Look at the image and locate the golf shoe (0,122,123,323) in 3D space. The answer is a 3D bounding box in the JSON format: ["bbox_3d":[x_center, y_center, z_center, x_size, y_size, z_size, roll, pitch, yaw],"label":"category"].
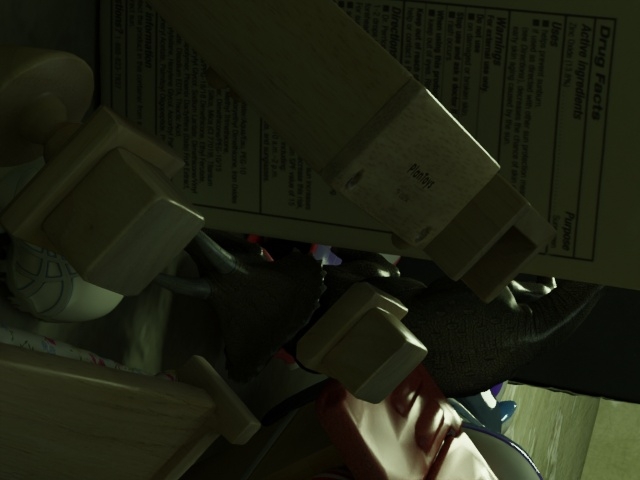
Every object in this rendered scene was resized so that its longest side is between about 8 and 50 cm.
[{"bbox_3d":[-0.110,-0.003,0.740,0.176,0.086,0.069,64,37,-63],"label":"golf shoe"}]

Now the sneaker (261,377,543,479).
[{"bbox_3d":[0.079,0.126,1.064,0.130,0.323,0.236,51,54,-7],"label":"sneaker"}]

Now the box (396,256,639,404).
[{"bbox_3d":[0.248,-0.189,1.449,0.471,0.297,0.479,-56,150,-49],"label":"box"}]

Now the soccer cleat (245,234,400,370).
[{"bbox_3d":[0.000,0.000,1.108,0.248,0.083,0.095,-48,139,-56],"label":"soccer cleat"}]

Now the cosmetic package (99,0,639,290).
[{"bbox_3d":[0.043,-0.079,0.827,0.129,0.296,0.153,-37,134,-64],"label":"cosmetic package"}]

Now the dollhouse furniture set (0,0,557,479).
[{"bbox_3d":[-0.117,0.036,0.620,0.355,0.174,0.303,-46,156,6],"label":"dollhouse furniture set"}]

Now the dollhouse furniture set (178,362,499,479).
[{"bbox_3d":[-0.055,0.208,0.745,0.152,0.201,0.374,56,28,-8],"label":"dollhouse furniture set"}]

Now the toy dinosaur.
[{"bbox_3d":[0.059,0.055,0.938,0.160,0.314,0.121,-37,136,-71],"label":"toy dinosaur"}]
